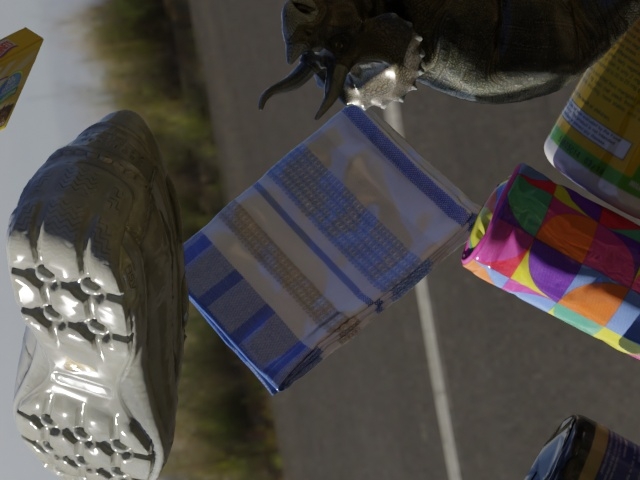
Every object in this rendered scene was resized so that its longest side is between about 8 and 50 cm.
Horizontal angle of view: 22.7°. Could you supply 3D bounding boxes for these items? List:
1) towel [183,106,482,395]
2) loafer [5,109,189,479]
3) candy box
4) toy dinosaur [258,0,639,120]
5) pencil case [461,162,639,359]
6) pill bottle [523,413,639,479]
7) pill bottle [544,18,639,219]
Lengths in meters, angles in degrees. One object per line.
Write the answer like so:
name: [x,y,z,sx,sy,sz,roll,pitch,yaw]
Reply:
towel: [0.000,0.000,1.628,0.209,0.285,0.034,46,171,26]
loafer: [-0.127,0.053,0.975,0.319,0.112,0.111,102,-171,-53]
candy box: [-0.311,-0.114,1.383,0.105,0.027,0.206,-62,-5,27]
toy dinosaur: [0.098,-0.150,1.010,0.121,0.313,0.160,-166,79,-64]
pencil case: [0.229,0.029,1.251,0.104,0.236,0.104,-62,3,5]
pill bottle: [0.260,0.235,1.216,0.123,0.219,0.123,-61,-2,-3]
pill bottle: [0.292,-0.144,1.266,0.245,0.136,0.136,-62,20,18]
